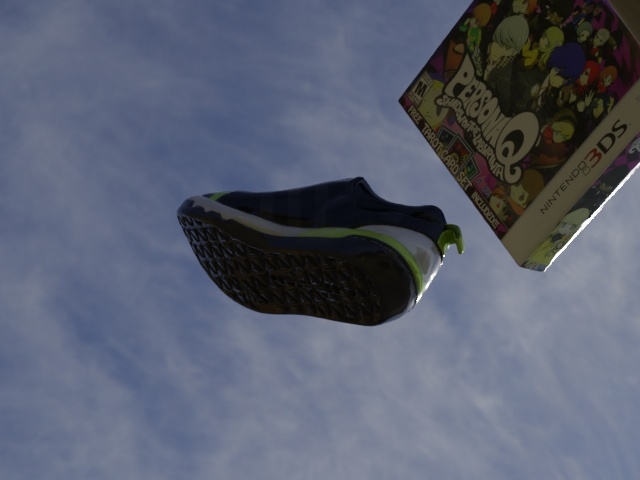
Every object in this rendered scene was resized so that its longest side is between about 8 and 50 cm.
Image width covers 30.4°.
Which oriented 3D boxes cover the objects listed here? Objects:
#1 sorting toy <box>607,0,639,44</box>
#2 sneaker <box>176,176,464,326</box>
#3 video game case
[{"bbox_3d":[0.188,-0.087,0.234,0.255,0.089,0.257,-34,-73,25],"label":"sorting toy"},{"bbox_3d":[0.000,0.000,0.828,0.234,0.097,0.084,15,-44,42],"label":"sneaker"},{"bbox_3d":[0.190,-0.126,1.034,0.041,0.232,0.210,11,-52,-43],"label":"video game case"}]
